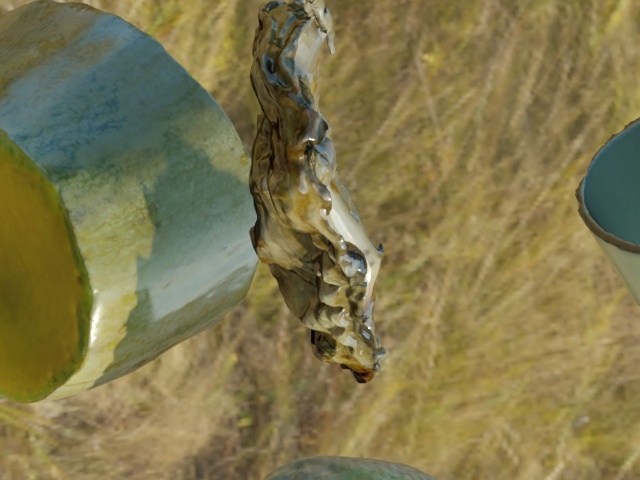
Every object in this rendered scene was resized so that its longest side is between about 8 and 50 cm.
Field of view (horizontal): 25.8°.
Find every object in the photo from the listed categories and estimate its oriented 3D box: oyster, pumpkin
[{"bbox_3d":[-0.001,-0.002,0.785,0.345,0.078,0.129,77,-2,-59],"label":"oyster"},{"bbox_3d":[-0.232,-0.015,1.182,0.199,0.332,0.332,-46,116,-49],"label":"pumpkin"}]

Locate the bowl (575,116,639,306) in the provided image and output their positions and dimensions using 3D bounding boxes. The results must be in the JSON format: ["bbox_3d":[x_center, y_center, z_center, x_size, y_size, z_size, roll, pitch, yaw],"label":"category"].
[{"bbox_3d":[0.287,-0.009,0.935,0.211,0.211,0.112,-55,132,-45],"label":"bowl"}]

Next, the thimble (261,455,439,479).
[{"bbox_3d":[0.017,0.283,1.148,0.150,0.219,0.219,13,69,-46],"label":"thimble"}]
